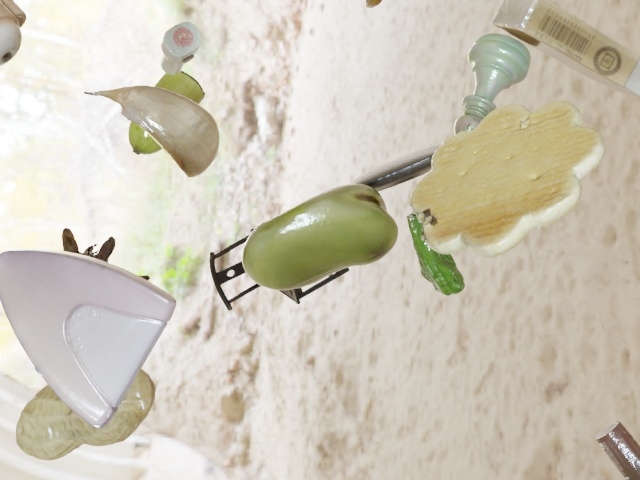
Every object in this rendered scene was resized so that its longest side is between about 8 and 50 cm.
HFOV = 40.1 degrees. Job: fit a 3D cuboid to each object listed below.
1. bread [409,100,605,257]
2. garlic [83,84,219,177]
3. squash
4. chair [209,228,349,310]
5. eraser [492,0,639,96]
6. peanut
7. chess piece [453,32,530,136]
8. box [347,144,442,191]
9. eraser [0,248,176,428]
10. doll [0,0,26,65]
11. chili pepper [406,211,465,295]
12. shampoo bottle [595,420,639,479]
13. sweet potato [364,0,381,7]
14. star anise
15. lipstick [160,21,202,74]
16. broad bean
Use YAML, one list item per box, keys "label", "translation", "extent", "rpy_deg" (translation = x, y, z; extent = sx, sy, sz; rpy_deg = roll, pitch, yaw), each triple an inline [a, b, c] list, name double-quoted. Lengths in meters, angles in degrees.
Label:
- label: "bread"
  translation: [0.273, -0.094, 1.319]
  extent: [0.054, 0.316, 0.316]
  rpy_deg: [52, -162, -32]
- label: "garlic"
  translation: [-0.385, -0.269, 2.104]
  extent: [0.196, 0.338, 0.151]
  rpy_deg: [-12, 54, 43]
- label: "squash"
  translation: [-0.428, -0.333, 2.367]
  extent: [0.247, 0.132, 0.132]
  rpy_deg: [-60, 0, -24]
- label: "chair"
  translation: [-0.090, 0.048, 1.881]
  extent: [0.141, 0.260, 0.155]
  rpy_deg: [30, 143, 49]
- label: "eraser"
  translation: [0.536, -0.407, 1.840]
  extent: [0.078, 0.343, 0.144]
  rpy_deg: [-63, 20, 10]
- label: "peanut"
  translation: [-0.397, 0.288, 1.490]
  extent: [0.120, 0.298, 0.136]
  rpy_deg: [8, -114, -60]
- label: "chess piece"
  translation: [0.354, -0.305, 1.912]
  extent: [0.139, 0.139, 0.272]
  rpy_deg: [132, 163, -73]
- label: "box"
  translation: [0.142, -0.129, 1.642]
  extent: [0.201, 0.212, 0.042]
  rpy_deg: [-47, -64, -75]
- label: "eraser"
  translation: [-0.319, 0.090, 1.132]
  extent: [0.204, 0.243, 0.059]
  rpy_deg: [-57, -13, 15]
- label: "doll"
  translation: [-0.510, -0.245, 1.134]
  extent: [0.278, 0.119, 0.154]
  rpy_deg: [-37, -7, -46]
- label: "chili pepper"
  translation: [0.267, 0.032, 2.077]
  extent: [0.253, 0.083, 0.099]
  rpy_deg: [63, -147, -30]
- label: "shampoo bottle"
  translation: [0.647, 0.473, 1.744]
  extent: [0.236, 0.068, 0.067]
  rpy_deg: [52, 133, 11]
- label: "sweet potato"
  translation: [0.125, -0.561, 2.047]
  extent: [0.095, 0.034, 0.034]
  rpy_deg: [155, 121, -70]
- label: "star anise"
  translation: [-0.458, 0.101, 1.691]
  extent: [0.102, 0.272, 0.272]
  rpy_deg: [165, 111, -71]
- label: "lipstick"
  translation: [-0.257, -0.329, 1.563]
  extent: [0.057, 0.063, 0.186]
  rpy_deg: [57, 163, -4]
- label: "broad bean"
  translation: [0.000, 0.000, 1.436]
  extent: [0.121, 0.263, 0.189]
  rpy_deg: [58, 170, 34]
